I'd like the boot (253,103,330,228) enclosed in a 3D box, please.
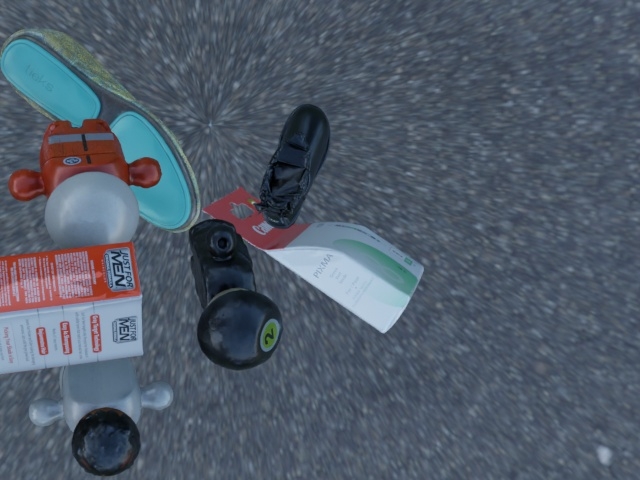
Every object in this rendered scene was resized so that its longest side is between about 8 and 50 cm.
[{"bbox_3d":[-0.022,-0.067,1.116,0.045,0.099,0.121,18,80,3],"label":"boot"}]

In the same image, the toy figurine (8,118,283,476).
[{"bbox_3d":[-0.156,0.046,0.935,0.209,0.148,0.213,-43,120,10],"label":"toy figurine"}]

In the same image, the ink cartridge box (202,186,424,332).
[{"bbox_3d":[0.000,0.000,1.417,0.224,0.181,0.056,36,103,2],"label":"ink cartridge box"}]

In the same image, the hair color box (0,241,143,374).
[{"bbox_3d":[-0.179,0.044,0.809,0.141,0.072,0.043,-6,56,-11],"label":"hair color box"}]

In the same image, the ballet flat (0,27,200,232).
[{"bbox_3d":[-0.276,-0.157,1.792,0.348,0.123,0.123,43,90,2],"label":"ballet flat"}]
